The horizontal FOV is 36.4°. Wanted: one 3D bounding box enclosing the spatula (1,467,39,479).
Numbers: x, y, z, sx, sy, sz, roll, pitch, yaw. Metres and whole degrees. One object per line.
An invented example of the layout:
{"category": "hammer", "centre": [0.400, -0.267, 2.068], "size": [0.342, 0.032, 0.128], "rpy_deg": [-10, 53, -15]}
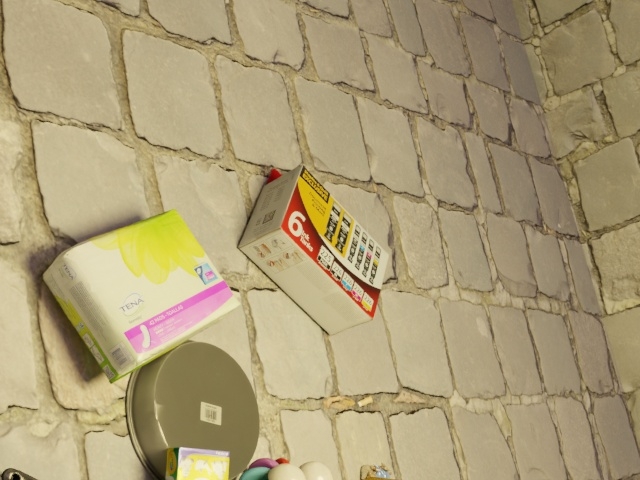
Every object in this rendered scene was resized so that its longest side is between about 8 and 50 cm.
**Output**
{"category": "spatula", "centre": [-0.370, 0.417, 1.501], "size": [0.296, 0.030, 0.084], "rpy_deg": [37, 53, -34]}

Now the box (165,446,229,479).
{"category": "box", "centre": [-0.208, 0.437, 1.611], "size": [0.105, 0.043, 0.179], "rpy_deg": [14, 71, -38]}

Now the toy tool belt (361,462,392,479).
{"category": "toy tool belt", "centre": [0.128, 0.501, 2.070], "size": [0.083, 0.051, 0.052], "rpy_deg": [29, 50, -40]}

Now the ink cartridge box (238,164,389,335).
{"category": "ink cartridge box", "centre": [0.000, 0.000, 2.123], "size": [0.309, 0.130, 0.272], "rpy_deg": [45, 40, -26]}

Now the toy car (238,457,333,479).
{"category": "toy car", "centre": [-0.078, 0.457, 1.778], "size": [0.182, 0.159, 0.136], "rpy_deg": [11, 27, -50]}

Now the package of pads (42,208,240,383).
{"category": "package of pads", "centre": [-0.305, 0.082, 1.683], "size": [0.229, 0.101, 0.296], "rpy_deg": [55, 35, 4]}

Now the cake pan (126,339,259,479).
{"category": "cake pan", "centre": [-0.215, 0.310, 1.740], "size": [0.293, 0.054, 0.293], "rpy_deg": [28, 51, -41]}

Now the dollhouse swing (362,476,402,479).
{"category": "dollhouse swing", "centre": [0.069, 0.675, 1.843], "size": [0.305, 0.315, 0.346], "rpy_deg": [-20, 85, -19]}
